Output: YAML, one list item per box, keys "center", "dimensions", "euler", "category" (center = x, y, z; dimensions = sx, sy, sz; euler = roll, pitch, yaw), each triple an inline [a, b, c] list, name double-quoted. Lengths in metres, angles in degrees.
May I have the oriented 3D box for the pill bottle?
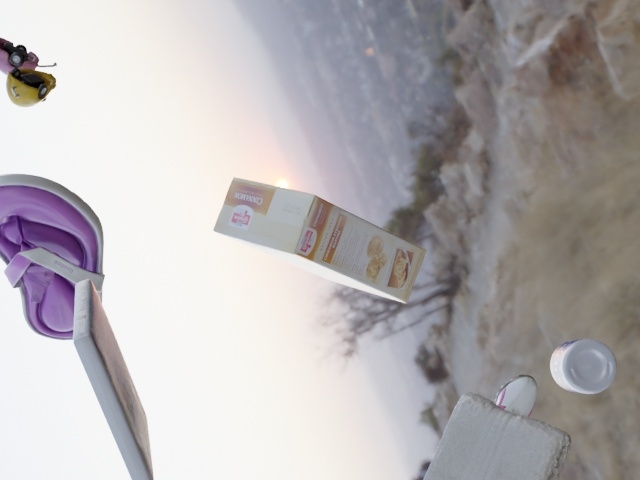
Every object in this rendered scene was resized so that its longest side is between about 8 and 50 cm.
- center: [0.540, 0.261, 2.246]
  dimensions: [0.187, 0.112, 0.112]
  euler: [84, 162, -83]
  category: "pill bottle"

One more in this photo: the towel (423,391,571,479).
- center: [0.214, 0.360, 1.449]
  dimensions: [0.187, 0.282, 0.049]
  euler: [17, 170, 47]
  category: "towel"

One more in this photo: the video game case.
- center: [-0.184, 0.127, 0.961]
  dimensions: [0.143, 0.019, 0.157]
  euler: [-123, 15, -69]
  category: "video game case"

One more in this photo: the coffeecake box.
- center: [0.000, 0.000, 1.189]
  dimensions: [0.185, 0.068, 0.142]
  euler: [24, 174, -42]
  category: "coffeecake box"

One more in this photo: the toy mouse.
- center: [-0.324, -0.174, 1.055]
  dimensions: [0.143, 0.031, 0.161]
  euler: [29, -160, 3]
  category: "toy mouse"

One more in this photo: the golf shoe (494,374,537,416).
- center: [0.326, 0.321, 1.873]
  dimensions: [0.067, 0.186, 0.086]
  euler: [24, -165, -15]
  category: "golf shoe"

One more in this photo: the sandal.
- center: [-0.396, 0.051, 1.604]
  dimensions: [0.416, 0.169, 0.102]
  euler: [86, 176, -56]
  category: "sandal"
